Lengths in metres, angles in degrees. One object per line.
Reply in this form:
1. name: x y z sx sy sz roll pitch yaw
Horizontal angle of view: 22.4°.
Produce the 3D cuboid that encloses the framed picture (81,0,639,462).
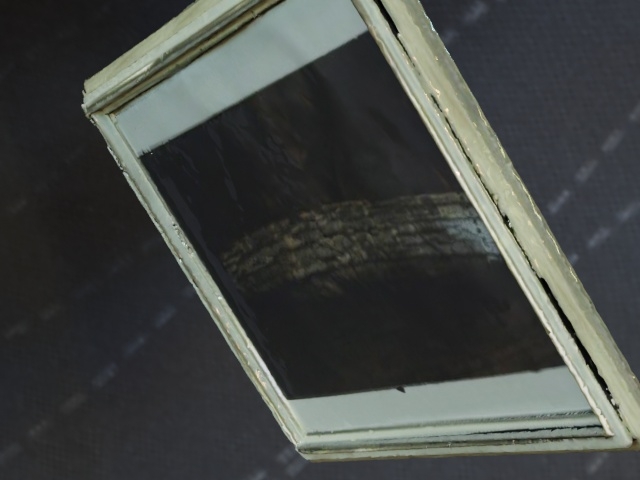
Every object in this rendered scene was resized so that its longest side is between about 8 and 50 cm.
1. framed picture: 0.000 0.000 0.688 0.018 0.293 0.231 -34 97 -27
